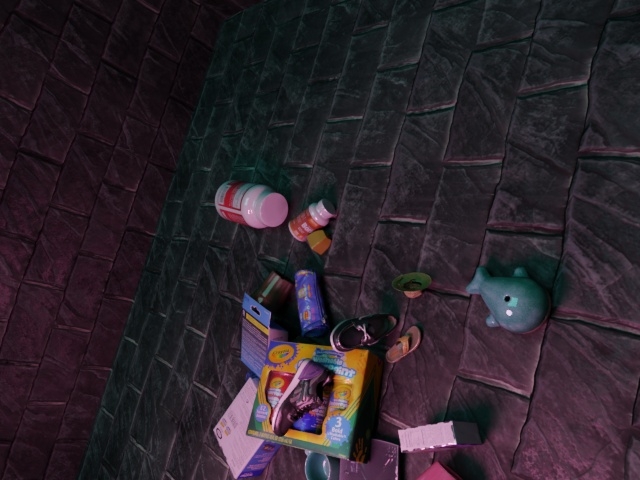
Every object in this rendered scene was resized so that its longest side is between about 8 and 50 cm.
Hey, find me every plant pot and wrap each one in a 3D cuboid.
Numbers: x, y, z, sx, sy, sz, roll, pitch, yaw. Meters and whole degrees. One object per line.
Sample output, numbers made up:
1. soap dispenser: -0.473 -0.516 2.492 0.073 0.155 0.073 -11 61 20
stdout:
1. plant pot: 0.352 0.782 1.399 0.180 0.201 0.201 -52 43 -6
2. plant pot: -0.219 0.238 2.197 0.167 0.167 0.165 35 92 46
3. plant pot: 0.000 0.000 2.128 0.083 0.081 0.081 -37 50 16

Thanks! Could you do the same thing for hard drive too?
1. hard drive: 0.179 0.793 1.649 0.255 0.054 0.172 -13 66 41

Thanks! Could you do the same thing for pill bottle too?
1. pill bottle: -0.037 -0.099 2.169 0.216 0.121 0.121 -37 51 29
2. pill bottle: -0.362 -0.189 2.448 0.408 0.229 0.229 16 86 46

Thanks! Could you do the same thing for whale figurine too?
1. whale figurine: 0.569 0.171 1.449 0.272 0.141 0.216 37 101 46

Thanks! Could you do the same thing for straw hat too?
1. straw hat: 0.342 0.178 1.725 0.144 0.144 0.061 14 125 47

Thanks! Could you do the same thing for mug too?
1. mug: 0.017 0.846 1.757 0.129 0.097 0.157 -35 52 31

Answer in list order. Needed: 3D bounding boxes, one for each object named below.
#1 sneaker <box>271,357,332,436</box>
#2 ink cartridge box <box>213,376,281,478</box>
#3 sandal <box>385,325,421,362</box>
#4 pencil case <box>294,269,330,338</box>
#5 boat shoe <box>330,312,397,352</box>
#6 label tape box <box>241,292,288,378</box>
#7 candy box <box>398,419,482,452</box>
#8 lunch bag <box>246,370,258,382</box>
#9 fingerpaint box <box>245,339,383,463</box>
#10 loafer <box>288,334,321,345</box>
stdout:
1. sneaker: -0.062 0.560 1.613 0.124 0.107 0.283 20 75 32
2. ink cartridge box: -0.307 0.839 2.040 0.395 0.151 0.270 -55 46 11
3. sandal: 0.299 0.383 1.697 0.180 0.049 0.072 -47 47 21
4. pencil case: -0.037 0.272 2.022 0.133 0.119 0.306 -37 51 38
5. boat shoe: 0.161 0.322 1.679 0.091 0.302 0.114 -21 87 44
6. label tape box: -0.252 0.428 2.087 0.249 0.115 0.347 23 113 50
7. candy box: 0.371 0.614 1.450 0.196 0.165 0.070 -28 54 35
8. lunch bag: -0.289 0.640 2.147 0.065 0.098 0.067 37 131 49
9. fingerpaint box: -0.022 0.589 1.744 0.445 0.163 0.371 -1 62 31
10. loafer: -0.077 0.448 2.021 0.220 0.080 0.078 -7 70 43
